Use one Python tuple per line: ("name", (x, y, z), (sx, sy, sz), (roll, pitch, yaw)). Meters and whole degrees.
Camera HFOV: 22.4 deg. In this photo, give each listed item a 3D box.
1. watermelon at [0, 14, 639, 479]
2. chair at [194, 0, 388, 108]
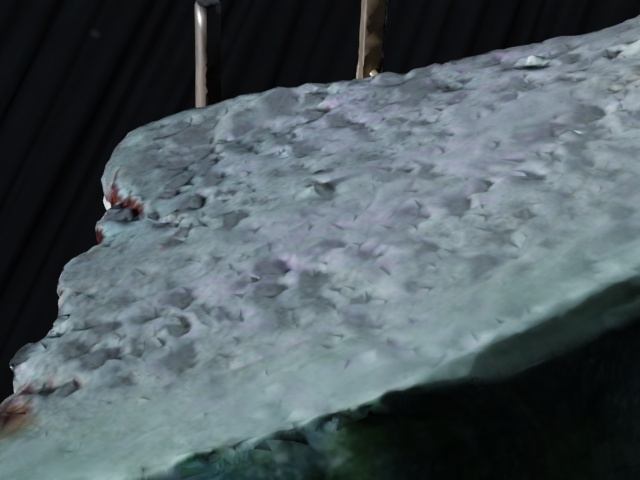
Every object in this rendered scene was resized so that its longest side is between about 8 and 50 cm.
("watermelon", (0.036, 0.042, 0.463), (0.213, 0.320, 0.289), (40, 161, 30))
("chair", (0.000, 0.000, 1.037), (0.186, 0.160, 0.319), (54, 150, 37))
